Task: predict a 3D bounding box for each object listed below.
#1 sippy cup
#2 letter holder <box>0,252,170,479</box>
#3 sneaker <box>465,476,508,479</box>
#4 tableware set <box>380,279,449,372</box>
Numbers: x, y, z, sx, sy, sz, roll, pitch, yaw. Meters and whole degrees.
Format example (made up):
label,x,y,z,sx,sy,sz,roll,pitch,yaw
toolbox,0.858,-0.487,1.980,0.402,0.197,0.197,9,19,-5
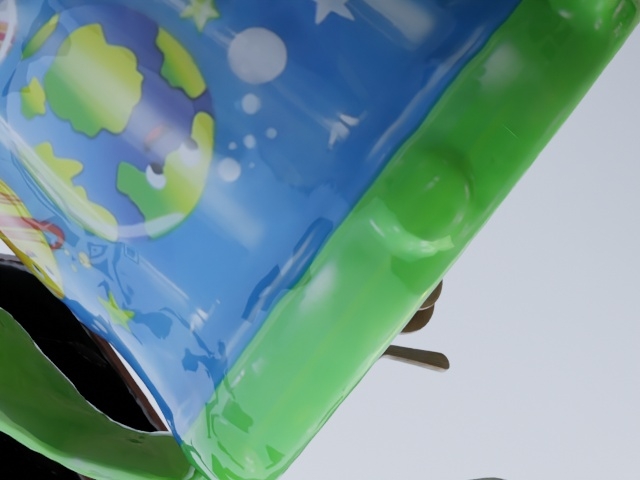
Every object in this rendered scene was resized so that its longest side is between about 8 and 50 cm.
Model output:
label,x,y,z,sx,sy,sz,roll,pitch,yaw
sippy cup,-0.040,-0.061,0.611,0.224,0.305,0.240,38,172,3
letter holder,-0.134,0.170,0.951,0.214,0.152,0.302,3,130,52
sneaker,0.140,0.282,0.849,0.323,0.130,0.236,54,-170,-48
tableware set,0.000,0.000,0.934,0.194,0.039,0.128,13,-132,-39
